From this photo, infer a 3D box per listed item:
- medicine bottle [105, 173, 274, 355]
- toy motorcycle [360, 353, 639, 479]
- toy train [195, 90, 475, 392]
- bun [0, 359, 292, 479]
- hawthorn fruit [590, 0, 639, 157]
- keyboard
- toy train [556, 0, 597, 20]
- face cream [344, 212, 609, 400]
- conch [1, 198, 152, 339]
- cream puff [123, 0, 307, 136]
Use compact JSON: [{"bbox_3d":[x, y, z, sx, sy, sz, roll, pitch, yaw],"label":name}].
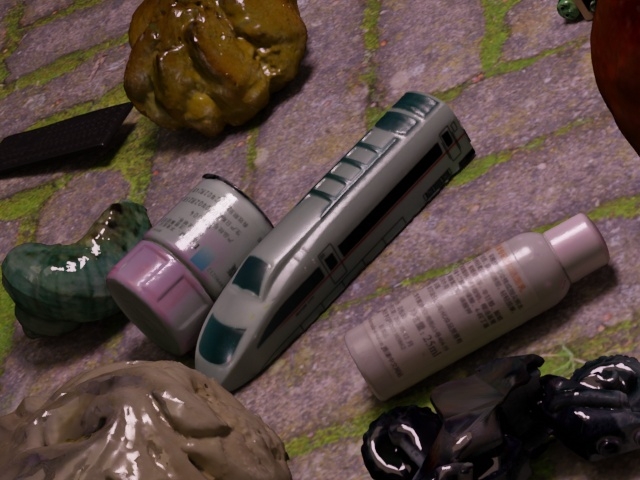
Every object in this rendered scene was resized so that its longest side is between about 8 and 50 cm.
[{"bbox_3d":[-0.139,0.029,2.071,0.168,0.135,0.135,-44,34,-18],"label":"medicine bottle"},{"bbox_3d":[0.169,0.182,1.631,0.270,0.106,0.159,-14,39,8],"label":"toy motorcycle"},{"bbox_3d":[0.000,0.000,2.029,0.086,0.088,0.407,24,63,44],"label":"toy train"},{"bbox_3d":[-0.201,0.246,1.759,0.360,0.211,0.359,-23,32,16],"label":"bun"},{"bbox_3d":[0.407,-0.199,1.770,0.308,0.308,0.325,-6,33,35],"label":"hawthorn fruit"},{"bbox_3d":[-0.326,-0.139,2.543,0.381,0.041,0.103,-5,42,37],"label":"keyboard"},{"bbox_3d":[0.317,-0.313,2.219,0.087,0.050,0.138,-17,36,31],"label":"toy train"},{"bbox_3d":[0.156,0.060,1.824,0.269,0.082,0.082,-29,32,5],"label":"face cream"},{"bbox_3d":[-0.285,0.039,2.199,0.188,0.122,0.176,-21,13,14],"label":"conch"},{"bbox_3d":[-0.140,-0.247,2.417,0.244,0.196,0.244,-43,27,28],"label":"cream puff"}]
